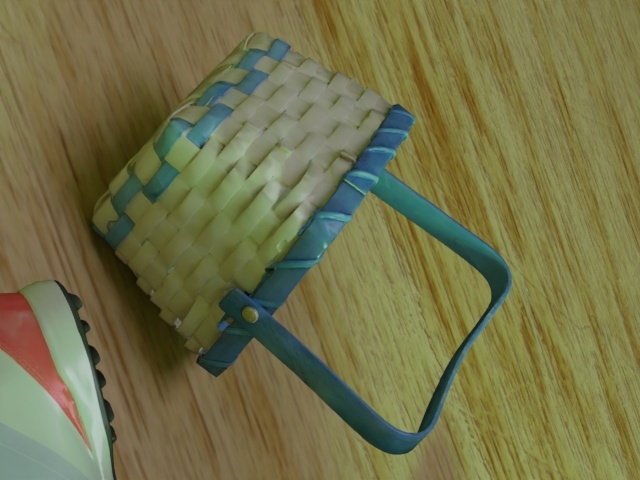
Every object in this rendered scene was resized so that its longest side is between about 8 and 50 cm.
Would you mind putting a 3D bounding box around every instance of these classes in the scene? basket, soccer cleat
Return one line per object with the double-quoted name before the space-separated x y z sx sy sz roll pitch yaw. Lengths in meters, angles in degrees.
"basket" 0.000 0.000 1.235 0.289 0.201 0.255 37 35 2
"soccer cleat" -0.161 0.179 0.960 0.116 0.108 0.318 -13 71 -18
